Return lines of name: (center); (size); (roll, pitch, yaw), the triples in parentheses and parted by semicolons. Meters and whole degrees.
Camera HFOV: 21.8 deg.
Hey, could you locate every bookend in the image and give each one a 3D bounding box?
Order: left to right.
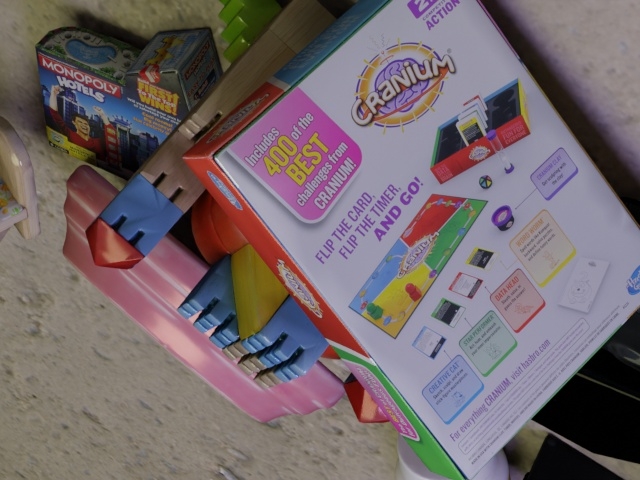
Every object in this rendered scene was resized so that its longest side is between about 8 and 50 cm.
bookend: (0.258, 0.295, 1.726); (0.156, 0.072, 0.157); (31, 148, -1)

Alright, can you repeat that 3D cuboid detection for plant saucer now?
plant saucer: (-0.124, 0.063, 1.579); (0.332, 0.084, 0.332); (40, 177, 3)

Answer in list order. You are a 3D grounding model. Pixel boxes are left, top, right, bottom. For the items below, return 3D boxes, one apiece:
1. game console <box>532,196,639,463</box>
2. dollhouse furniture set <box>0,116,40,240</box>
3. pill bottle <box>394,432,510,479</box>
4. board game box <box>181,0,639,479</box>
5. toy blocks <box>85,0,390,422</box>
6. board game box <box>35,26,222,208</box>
game console: (0.277, 0.093, 1.463); (0.213, 0.044, 0.361); (23, 148, 11)
dollhouse furniture set: (-0.516, -0.124, 1.553); (0.394, 0.362, 0.256); (53, 158, 24)
pill bottle: (0.142, 0.266, 1.740); (0.119, 0.119, 0.208); (16, 145, 23)
board game box: (0.087, -0.017, 1.238); (0.316, 0.242, 0.064); (53, 162, -16)
toy blocks: (0.000, 0.000, 1.319); (0.381, 0.261, 0.191); (42, 157, -8)
board game box: (-0.157, -0.127, 1.505); (0.194, 0.060, 0.194); (24, 146, 12)
